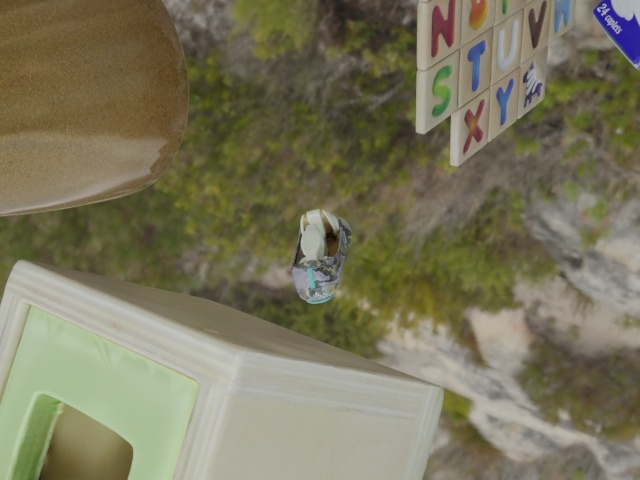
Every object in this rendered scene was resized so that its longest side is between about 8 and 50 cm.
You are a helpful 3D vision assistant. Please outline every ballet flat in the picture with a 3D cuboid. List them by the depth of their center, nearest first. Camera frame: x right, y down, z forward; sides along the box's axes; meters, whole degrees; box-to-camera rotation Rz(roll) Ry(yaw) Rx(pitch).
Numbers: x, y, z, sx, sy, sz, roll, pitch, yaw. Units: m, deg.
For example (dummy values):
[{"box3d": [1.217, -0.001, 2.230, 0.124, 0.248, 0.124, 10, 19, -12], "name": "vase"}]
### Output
[{"box3d": [0.000, 0.000, 0.790, 0.041, 0.114, 0.041, 2, 118, 3], "name": "ballet flat"}]

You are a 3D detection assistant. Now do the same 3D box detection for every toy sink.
[{"box3d": [-0.074, 0.143, 0.455, 0.152, 0.234, 0.131, 17, 180, 44], "name": "toy sink"}]

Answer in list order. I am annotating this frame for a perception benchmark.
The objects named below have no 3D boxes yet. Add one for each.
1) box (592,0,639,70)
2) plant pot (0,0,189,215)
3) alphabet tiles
[{"box3d": [0.300, -0.172, 0.827, 0.126, 0.137, 0.072, 23, -148, -41], "name": "box"}, {"box3d": [-0.276, -0.115, 0.900, 0.237, 0.254, 0.237, 12, 114, 29], "name": "plant pot"}, {"box3d": [0.163, -0.247, 0.952, 0.011, 0.285, 0.343, 20, 128, 32], "name": "alphabet tiles"}]
